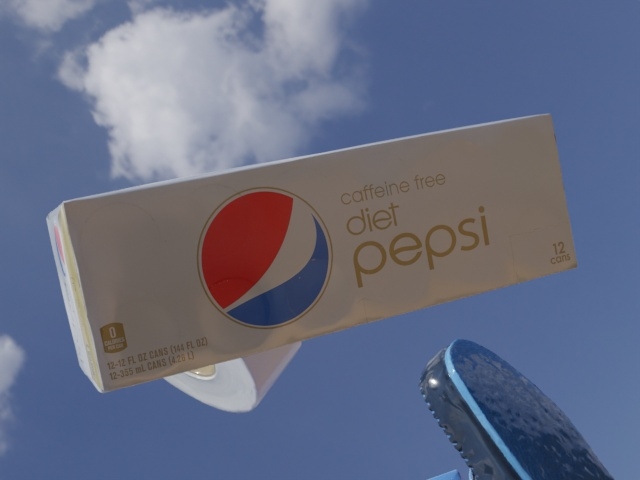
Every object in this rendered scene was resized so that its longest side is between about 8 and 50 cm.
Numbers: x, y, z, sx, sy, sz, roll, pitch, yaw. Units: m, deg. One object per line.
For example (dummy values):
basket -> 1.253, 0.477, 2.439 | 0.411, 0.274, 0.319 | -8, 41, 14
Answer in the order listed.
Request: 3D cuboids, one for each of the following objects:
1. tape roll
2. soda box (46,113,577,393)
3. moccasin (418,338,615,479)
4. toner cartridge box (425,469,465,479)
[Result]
tape roll -> -0.167, 0.093, 1.095 | 0.100, 0.286, 0.286 | -52, -42, -30
soda box -> 0.000, 0.000, 0.366 | 0.216, 0.069, 0.074 | -13, -87, -21
moccasin -> 0.187, 0.243, 0.705 | 0.117, 0.342, 0.137 | -42, -8, 32
toner cartridge box -> 0.011, 0.375, 0.857 | 0.348, 0.165, 0.075 | -23, -42, 9
